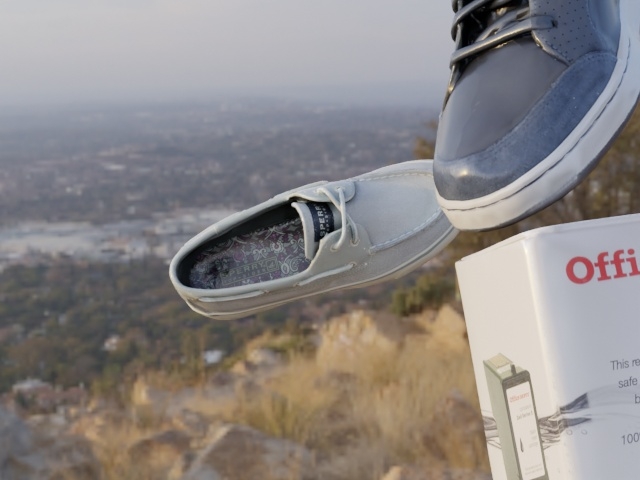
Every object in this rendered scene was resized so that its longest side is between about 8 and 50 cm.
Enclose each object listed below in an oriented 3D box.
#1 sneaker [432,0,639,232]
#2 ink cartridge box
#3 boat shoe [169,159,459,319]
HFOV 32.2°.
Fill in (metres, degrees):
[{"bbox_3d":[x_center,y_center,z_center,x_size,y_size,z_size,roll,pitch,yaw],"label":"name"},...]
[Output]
[{"bbox_3d":[0.058,-0.126,0.422,0.086,0.163,0.226,-18,36,44],"label":"sneaker"},{"bbox_3d":[0.217,0.123,0.708,0.198,0.273,0.115,-7,-7,-18],"label":"ink cartridge box"},{"bbox_3d":[-0.001,-0.001,0.794,0.227,0.079,0.081,-21,-14,7],"label":"boat shoe"}]
